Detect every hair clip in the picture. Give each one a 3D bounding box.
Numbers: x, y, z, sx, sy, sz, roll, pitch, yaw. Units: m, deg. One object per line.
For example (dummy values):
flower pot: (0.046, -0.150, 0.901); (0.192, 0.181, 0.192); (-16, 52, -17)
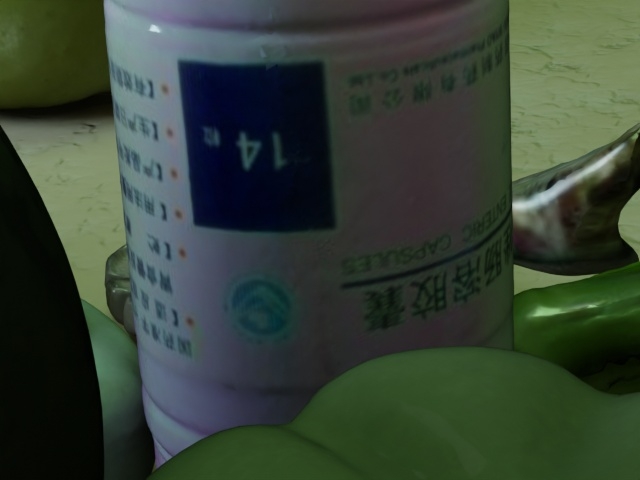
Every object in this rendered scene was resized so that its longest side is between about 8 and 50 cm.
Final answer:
hair clip: (0.037, 0.003, 0.898); (0.300, 0.069, 0.173); (-11, 10, 32)

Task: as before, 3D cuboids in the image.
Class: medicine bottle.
medicine bottle: (0.000, 0.000, 0.703); (0.152, 0.254, 0.152); (-3, 23, 1)

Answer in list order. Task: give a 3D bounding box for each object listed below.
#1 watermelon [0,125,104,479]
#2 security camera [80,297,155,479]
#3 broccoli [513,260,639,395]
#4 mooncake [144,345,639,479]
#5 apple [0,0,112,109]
watermelon: (-0.208, 0.042, 0.505); (0.279, 0.359, 0.279); (-8, 48, 9)
security camera: (-0.215, 0.097, 0.745); (0.301, 0.080, 0.157); (-19, 28, -26)
broccoli: (0.232, 0.043, 0.776); (0.275, 0.177, 0.198); (-34, 63, 1)
mooncake: (0.057, 0.138, 0.537); (0.275, 0.135, 0.275); (-1, 27, 1)
apple: (-0.237, -0.224, 1.253); (0.233, 0.258, 0.295); (-24, 31, -37)
